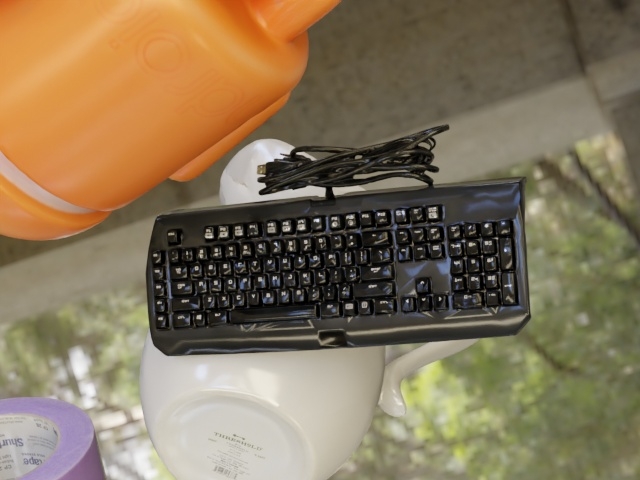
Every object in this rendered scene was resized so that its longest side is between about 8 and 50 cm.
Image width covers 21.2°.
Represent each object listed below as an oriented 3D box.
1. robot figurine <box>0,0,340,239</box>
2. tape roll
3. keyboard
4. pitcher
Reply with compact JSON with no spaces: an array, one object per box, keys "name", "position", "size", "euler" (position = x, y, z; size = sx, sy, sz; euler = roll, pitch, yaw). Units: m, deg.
[{"name":"robot figurine","position":[-0.095,-0.084,0.725],"size":[0.128,0.219,0.158],"euler":[58,-156,2]},{"name":"tape roll","position":[-0.283,0.218,1.501],"size":[0.189,0.189,0.080],"euler":[-81,-17,-65]},{"name":"keyboard","position":[0.000,0.000,0.794],"size":[0.038,0.192,0.100],"euler":[18,-112,-67]},{"name":"pitcher","position":[0.003,0.051,0.925],"size":[0.207,0.177,0.125],"euler":[-70,-3,-51]}]
